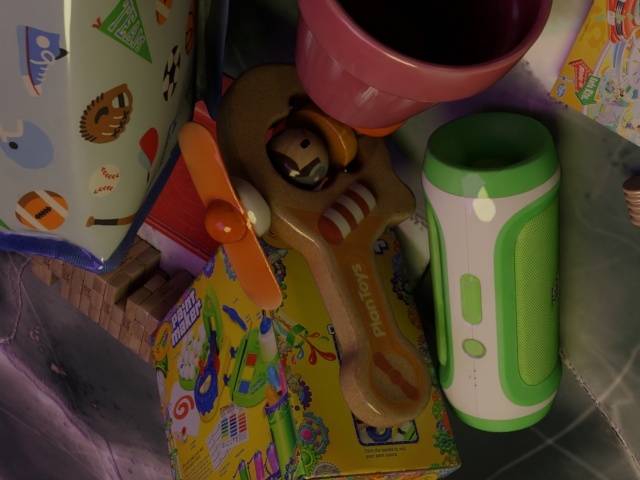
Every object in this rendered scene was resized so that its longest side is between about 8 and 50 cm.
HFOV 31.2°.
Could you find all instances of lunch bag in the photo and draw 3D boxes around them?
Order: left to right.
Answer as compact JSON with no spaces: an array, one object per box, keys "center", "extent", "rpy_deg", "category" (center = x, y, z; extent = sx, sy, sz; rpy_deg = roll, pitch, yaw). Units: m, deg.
[{"center":[-0.200,-0.218,0.994],"extent":[0.239,0.385,0.327],"rpy_deg":[12,130,7],"category":"lunch bag"}]

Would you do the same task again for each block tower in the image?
[{"center":[-0.222,0.076,1.452],"extent":[0.335,0.091,0.097],"rpy_deg":[35,138,14],"category":"block tower"}]

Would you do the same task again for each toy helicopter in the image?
[{"center":[0.000,0.000,1.032],"extent":[0.140,0.235,0.355],"rpy_deg":[-36,69,48],"category":"toy helicopter"}]

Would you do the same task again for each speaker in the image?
[{"center":[0.163,0.035,1.071],"extent":[0.131,0.131,0.296],"rpy_deg":[15,130,31],"category":"speaker"}]

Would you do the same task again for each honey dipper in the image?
[{"center":[0.301,0.017,1.023],"extent":[0.030,0.030,0.160],"rpy_deg":[2,124,39],"category":"honey dipper"}]

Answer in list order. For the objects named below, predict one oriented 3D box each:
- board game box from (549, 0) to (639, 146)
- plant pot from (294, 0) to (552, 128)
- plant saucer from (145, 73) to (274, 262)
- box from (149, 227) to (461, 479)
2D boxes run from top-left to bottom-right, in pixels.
[{"center":[0.261,-0.156,0.922],"extent":[0.103,0.026,0.154],"rpy_deg":[33,137,14],"category":"board game box"},{"center":[0.063,-0.186,0.951],"extent":[0.201,0.201,0.180],"rpy_deg":[45,154,2],"category":"plant pot"},{"center":[-0.136,-0.076,1.296],"extent":[0.258,0.048,0.259],"rpy_deg":[31,137,16],"category":"plant saucer"},{"center":[-0.034,0.161,1.202],"extent":[0.290,0.177,0.279],"rpy_deg":[-47,49,49],"category":"box"}]
